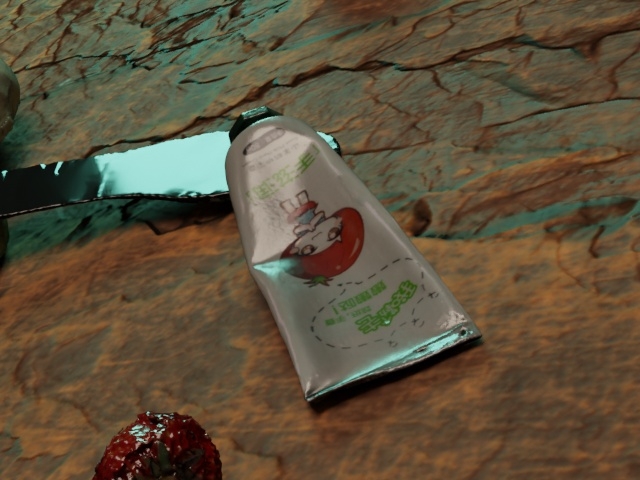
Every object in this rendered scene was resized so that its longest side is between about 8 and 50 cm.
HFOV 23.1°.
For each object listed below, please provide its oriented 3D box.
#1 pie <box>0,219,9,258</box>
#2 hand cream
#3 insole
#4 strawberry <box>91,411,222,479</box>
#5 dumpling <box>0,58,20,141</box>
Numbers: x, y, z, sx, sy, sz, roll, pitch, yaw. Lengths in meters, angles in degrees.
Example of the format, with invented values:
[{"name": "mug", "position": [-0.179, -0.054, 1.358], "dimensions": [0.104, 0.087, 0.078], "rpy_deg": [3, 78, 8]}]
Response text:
[{"name": "pie", "position": [-0.359, 0.021, 1.366], "dimensions": [0.187, 0.041, 0.187], "rpy_deg": [-17, 30, 10]}, {"name": "hand cream", "position": [0.000, 0.000, 1.135], "dimensions": [0.121, 0.076, 0.336], "rpy_deg": [-27, 37, -2]}, {"name": "insole", "position": [-0.152, -0.055, 1.337], "dimensions": [0.348, 0.009, 0.119], "rpy_deg": [-8, 31, 10]}, {"name": "strawberry", "position": [-0.096, 0.142, 0.948], "dimensions": [0.083, 0.083, 0.096], "rpy_deg": [-29, 1, -11]}, {"name": "dumpling", "position": [-0.391, -0.145, 1.547], "dimensions": [0.142, 0.172, 0.247], "rpy_deg": [-55, 24, 5]}]
